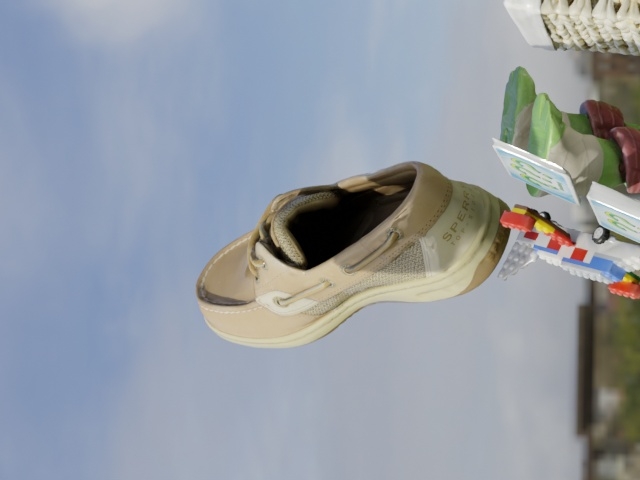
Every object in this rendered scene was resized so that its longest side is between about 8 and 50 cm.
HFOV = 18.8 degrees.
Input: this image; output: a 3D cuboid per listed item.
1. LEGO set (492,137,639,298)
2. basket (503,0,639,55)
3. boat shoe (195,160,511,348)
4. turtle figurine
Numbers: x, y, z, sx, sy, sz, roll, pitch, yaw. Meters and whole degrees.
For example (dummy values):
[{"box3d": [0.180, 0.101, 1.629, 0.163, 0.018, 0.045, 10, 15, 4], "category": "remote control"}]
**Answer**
[{"box3d": [0.194, 0.019, 1.213, 0.060, 0.182, 0.244, -63, -16, -5], "category": "LEGO set"}, {"box3d": [0.195, -0.191, 1.335, 0.167, 0.103, 0.113, 16, -95, -76], "category": "basket"}, {"box3d": [0.000, 0.000, 1.577, 0.110, 0.341, 0.122, 34, -124, -31], "category": "boat shoe"}, {"box3d": [0.276, -0.100, 1.368, 0.275, 0.266, 0.198, 106, 165, -49], "category": "turtle figurine"}]
